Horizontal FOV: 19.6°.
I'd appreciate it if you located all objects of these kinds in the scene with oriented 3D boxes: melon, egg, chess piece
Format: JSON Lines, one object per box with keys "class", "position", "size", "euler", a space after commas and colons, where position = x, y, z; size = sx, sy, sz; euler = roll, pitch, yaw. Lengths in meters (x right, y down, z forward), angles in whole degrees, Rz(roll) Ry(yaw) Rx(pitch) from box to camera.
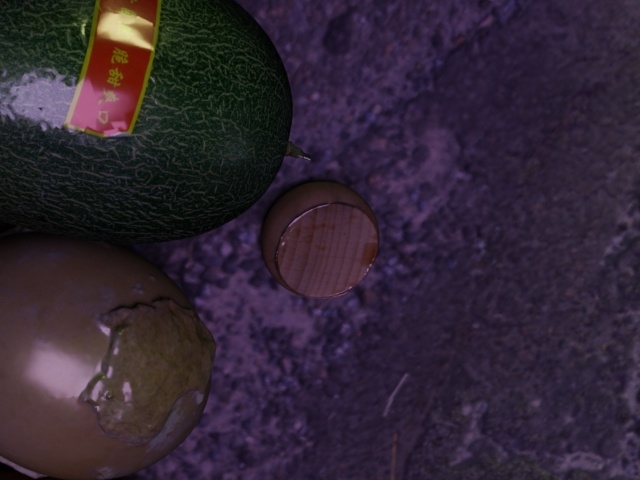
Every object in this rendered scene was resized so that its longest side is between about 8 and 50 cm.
{"class": "melon", "position": [-0.136, -0.088, 1.111], "size": [0.287, 0.182, 0.182], "euler": [14, 110, -25]}
{"class": "egg", "position": [-0.160, 0.073, 1.194], "size": [0.201, 0.164, 0.164], "euler": [28, 104, -35]}
{"class": "chess piece", "position": [0.000, 0.000, 1.283], "size": [0.083, 0.038, 0.084], "euler": [-7, 115, -16]}

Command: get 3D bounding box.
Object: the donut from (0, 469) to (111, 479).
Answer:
{"class": "donut", "position": [-0.261, 0.351, 1.304], "size": [0.377, 0.163, 0.435], "euler": [-4, 118, -15]}
